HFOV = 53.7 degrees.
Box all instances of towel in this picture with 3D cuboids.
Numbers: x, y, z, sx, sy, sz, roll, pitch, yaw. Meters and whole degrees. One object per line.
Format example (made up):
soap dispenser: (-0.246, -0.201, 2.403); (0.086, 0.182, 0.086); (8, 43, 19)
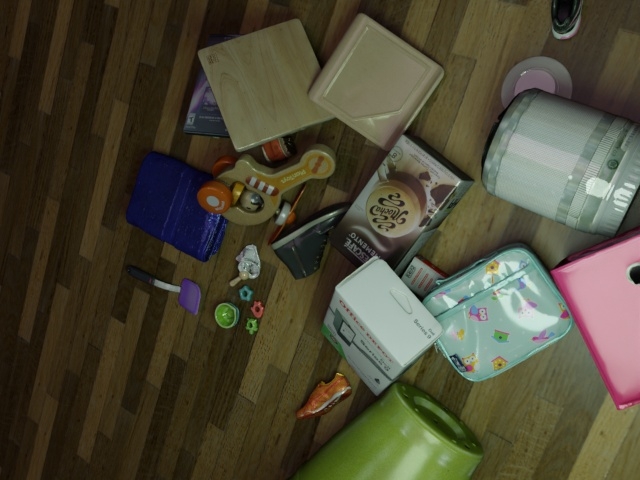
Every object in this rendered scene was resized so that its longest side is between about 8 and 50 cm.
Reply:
towel: (-0.382, -0.097, 1.731); (0.308, 0.076, 0.227); (24, 98, 25)

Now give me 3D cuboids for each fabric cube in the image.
fabric cube: (0.592, 0.108, 1.116); (0.254, 0.259, 0.258); (-27, 82, 26)

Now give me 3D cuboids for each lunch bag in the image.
lunch bag: (0.351, 0.145, 1.302); (0.279, 0.108, 0.224); (-34, 91, 19)

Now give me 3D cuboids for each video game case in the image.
video game case: (-0.234, -0.395, 1.606); (0.196, 0.026, 0.274); (9, 82, 27)

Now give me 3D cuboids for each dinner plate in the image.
dinner plate: (0.442, -0.308, 1.301); (0.141, 0.017, 0.141); (3, 97, 28)

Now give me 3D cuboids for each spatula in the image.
spatula: (-0.449, 0.125, 1.802); (0.296, 0.030, 0.084); (19, 102, 26)

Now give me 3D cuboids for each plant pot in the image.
plant pot: (0.155, 0.513, 1.358); (0.366, 0.366, 0.353); (39, 98, 20)

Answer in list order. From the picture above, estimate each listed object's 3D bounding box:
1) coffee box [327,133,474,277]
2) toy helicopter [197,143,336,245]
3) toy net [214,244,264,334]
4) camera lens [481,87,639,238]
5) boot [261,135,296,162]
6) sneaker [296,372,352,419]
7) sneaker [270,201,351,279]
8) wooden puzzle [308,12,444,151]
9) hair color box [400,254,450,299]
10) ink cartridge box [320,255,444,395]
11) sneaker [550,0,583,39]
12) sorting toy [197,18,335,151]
coffee box: (0.175, -0.065, 1.403); (0.168, 0.119, 0.297); (42, 111, 18)
toy helicopter: (-0.104, -0.124, 1.523); (0.355, 0.140, 0.235); (-22, 122, 31)
toy net: (-0.199, 0.128, 1.660); (0.122, 0.045, 0.232); (20, 103, 26)
camera lens: (0.459, -0.148, 1.188); (0.274, 0.219, 0.219); (27, 106, 24)
boot: (-0.126, -0.273, 1.585); (0.085, 0.059, 0.158); (-20, 86, 33)
sneaker: (0.006, 0.390, 1.573); (0.175, 0.064, 0.067); (-39, 56, 20)
sneaker: (0.000, 0.000, 1.538); (0.222, 0.083, 0.118); (-29, 103, 17)
wooden puzzle: (0.123, -0.353, 1.424); (0.239, 0.044, 0.221); (35, 106, 4)
hair color box: (0.256, 0.102, 1.416); (0.141, 0.043, 0.072); (37, 110, 19)
ink cartridge box: (0.120, 0.191, 1.356); (0.121, 0.289, 0.211); (-36, 73, -20)
sneaker: (0.487, -0.489, 1.228); (0.072, 0.077, 0.178); (4, 95, 27)
sorting toy: (-0.124, -0.358, 1.503); (0.255, 0.089, 0.257); (-21, 82, -8)
